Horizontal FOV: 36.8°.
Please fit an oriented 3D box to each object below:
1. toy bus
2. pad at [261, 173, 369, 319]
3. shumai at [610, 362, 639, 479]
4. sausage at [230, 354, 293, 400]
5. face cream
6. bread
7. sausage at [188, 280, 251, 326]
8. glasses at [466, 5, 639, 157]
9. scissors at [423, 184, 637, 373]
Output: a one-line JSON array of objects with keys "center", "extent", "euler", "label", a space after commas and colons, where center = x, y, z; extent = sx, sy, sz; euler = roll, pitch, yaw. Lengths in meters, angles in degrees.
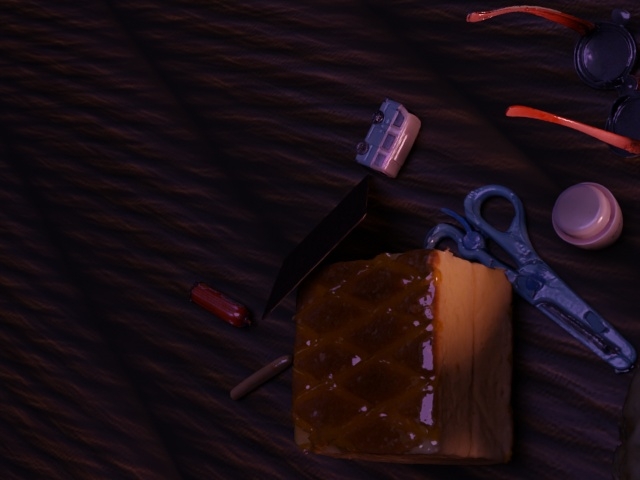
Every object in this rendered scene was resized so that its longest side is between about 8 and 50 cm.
[{"center": [0.117, -0.169, 1.602], "extent": [0.075, 0.060, 0.123], "euler": [27, 92, 34], "label": "toy bus"}, {"center": [0.000, 0.000, 1.506], "extent": [0.004, 0.330, 0.220], "euler": [43, 103, -7], "label": "pad"}, {"center": [0.443, 0.232, 1.077], "extent": [0.292, 0.288, 0.330], "euler": [-7, 71, 34], "label": "shumai"}, {"center": [-0.100, 0.230, 1.628], "extent": [0.132, 0.024, 0.024], "euler": [-36, 56, 20], "label": "sausage"}, {"center": [0.376, -0.031, 1.345], "extent": [0.091, 0.095, 0.091], "euler": [-13, 65, 31], "label": "face cream"}, {"center": [0.112, 0.172, 1.364], "extent": [0.279, 0.207, 0.279], "euler": [-7, 72, 41], "label": "bread"}, {"center": [-0.172, 0.117, 1.707], "extent": [0.145, 0.050, 0.048], "euler": [25, 47, 39], "label": "sausage"}, {"center": [0.355, -0.239, 1.337], "extent": [0.118, 0.268, 0.234], "euler": [-38, 55, 41], "label": "glasses"}, {"center": [0.302, 0.060, 1.403], "extent": [0.180, 0.032, 0.393], "euler": [-52, 52, 9], "label": "scissors"}]
